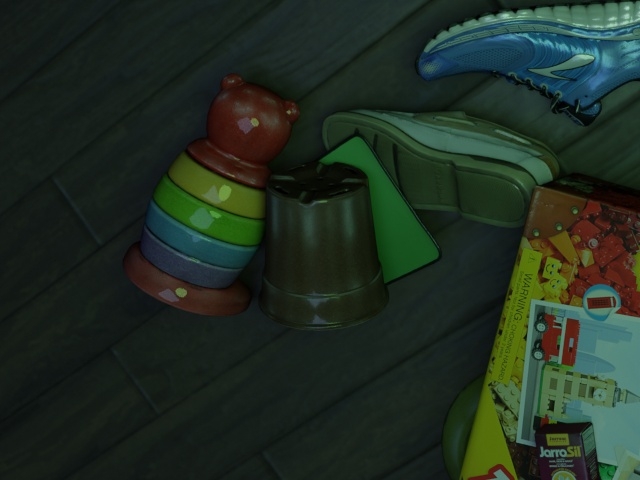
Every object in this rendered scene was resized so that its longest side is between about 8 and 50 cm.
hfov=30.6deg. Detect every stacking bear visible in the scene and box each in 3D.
[{"bbox_3d":[-0.127,-0.065,1.489,0.175,0.164,0.289,26,103,6],"label":"stacking bear"}]

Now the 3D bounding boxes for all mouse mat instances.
[{"bbox_3d":[0.060,-0.034,1.480,0.189,0.007,0.153,57,142,-3],"label":"mouse mat"}]

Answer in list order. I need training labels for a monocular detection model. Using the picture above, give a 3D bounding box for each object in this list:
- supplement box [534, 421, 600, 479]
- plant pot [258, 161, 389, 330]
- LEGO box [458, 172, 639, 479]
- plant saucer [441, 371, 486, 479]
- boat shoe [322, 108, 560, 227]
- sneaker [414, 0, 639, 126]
[{"bbox_3d":[0.267,0.241,1.256,0.055,0.043,0.083,-8,94,30],"label":"supplement box"},{"bbox_3d":[0.000,0.000,1.443,0.167,0.167,0.165,4,117,13],"label":"plant pot"},{"bbox_3d":[0.381,0.212,1.328,0.373,0.193,0.500,18,106,23],"label":"LEGO box"},{"bbox_3d":[0.276,0.279,1.529,0.241,0.037,0.240,3,104,12],"label":"plant saucer"},{"bbox_3d":[0.146,-0.102,1.433,0.302,0.103,0.113,23,135,28],"label":"boat shoe"},{"bbox_3d":[0.274,-0.203,1.368,0.330,0.130,0.147,-1,100,14],"label":"sneaker"}]
